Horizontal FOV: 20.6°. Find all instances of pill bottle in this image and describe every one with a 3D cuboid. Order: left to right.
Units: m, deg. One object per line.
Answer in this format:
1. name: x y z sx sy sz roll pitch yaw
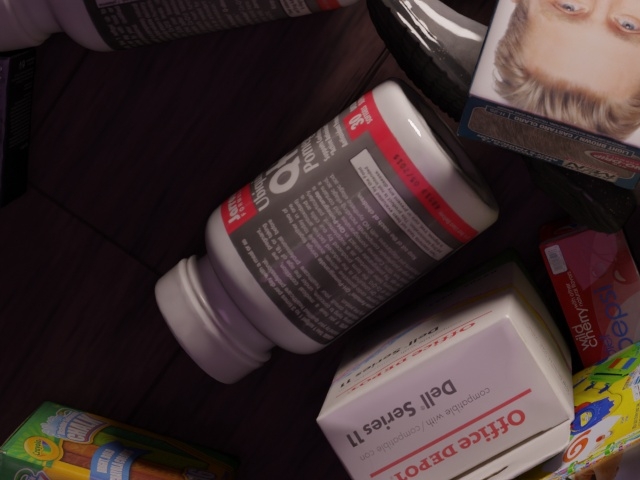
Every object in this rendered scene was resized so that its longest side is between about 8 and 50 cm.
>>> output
1. pill bottle: -0.150 -0.292 1.657 0.363 0.210 0.210 -10 101 8
2. pill bottle: 0.000 0.000 1.720 0.318 0.176 0.176 -37 96 12

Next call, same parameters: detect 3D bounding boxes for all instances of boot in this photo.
1. boot: 0.227 -0.186 1.685 0.338 0.118 0.222 41 82 3

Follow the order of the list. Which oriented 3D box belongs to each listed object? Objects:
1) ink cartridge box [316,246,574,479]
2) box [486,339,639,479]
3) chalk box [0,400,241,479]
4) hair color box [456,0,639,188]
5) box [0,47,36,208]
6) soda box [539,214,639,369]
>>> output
1. ink cartridge box: 0.120 0.136 1.644 0.207 0.353 0.119 -30 97 12
2. box: 0.298 0.214 1.574 0.279 0.290 0.177 -30 97 20
3. chalk box: -0.252 0.287 1.812 0.289 0.180 0.179 17 104 2
4. hair color box: 0.257 -0.240 1.594 0.174 0.105 0.347 17 74 3
5. box: -0.379 -0.124 1.783 0.156 0.093 0.158 7 104 5
6. soda box: 0.298 0.100 1.749 0.083 0.092 0.263 -19 99 11
